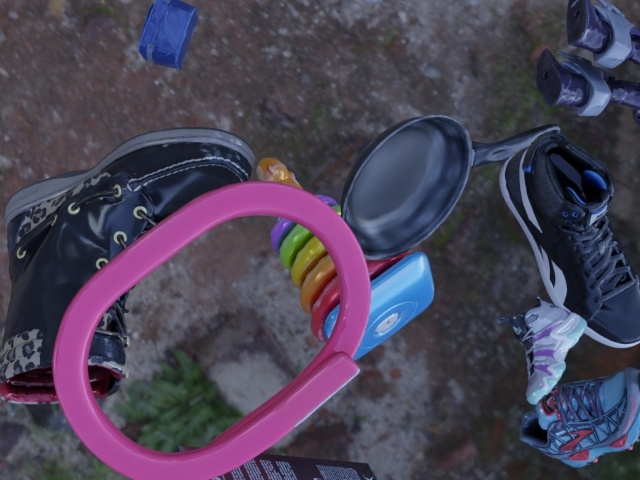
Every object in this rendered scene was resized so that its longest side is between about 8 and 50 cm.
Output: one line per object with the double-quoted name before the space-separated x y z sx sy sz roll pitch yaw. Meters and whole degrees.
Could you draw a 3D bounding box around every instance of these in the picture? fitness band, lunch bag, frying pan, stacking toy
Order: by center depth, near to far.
"fitness band" -0.088 0.077 0.933 0.291 0.054 0.209 -38 94 -7
"frying pan" 0.147 -0.106 1.298 0.326 0.053 0.197 -40 142 -11
"stacking toy" 0.000 0.000 1.439 0.165 0.302 0.175 -35 157 -9
"lunch bag" -0.213 -0.292 1.498 0.065 0.067 0.098 18 83 -1

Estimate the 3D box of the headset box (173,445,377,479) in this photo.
"headset box" -0.089 0.338 1.155 0.293 0.110 0.218 15 118 -39

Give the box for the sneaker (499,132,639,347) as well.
"sneaker" 0.248 0.003 1.001 0.079 0.121 0.217 -33 86 -12

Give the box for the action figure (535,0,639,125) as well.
"action figure" 0.381 -0.170 1.171 0.285 0.099 0.185 17 130 -18

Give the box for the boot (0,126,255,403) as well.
"boot" -0.247 0.033 1.321 0.377 0.284 0.138 -15 147 23

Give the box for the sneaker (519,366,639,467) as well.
"sneaker" 0.370 0.253 1.550 0.125 0.104 0.262 17 145 -10

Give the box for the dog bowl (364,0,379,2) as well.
"dog bowl" 0.059 -0.367 1.029 0.104 0.265 0.265 -17 126 -5

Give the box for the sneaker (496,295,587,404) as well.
"sneaker" 0.178 0.089 0.922 0.098 0.069 0.038 -53 170 -37
